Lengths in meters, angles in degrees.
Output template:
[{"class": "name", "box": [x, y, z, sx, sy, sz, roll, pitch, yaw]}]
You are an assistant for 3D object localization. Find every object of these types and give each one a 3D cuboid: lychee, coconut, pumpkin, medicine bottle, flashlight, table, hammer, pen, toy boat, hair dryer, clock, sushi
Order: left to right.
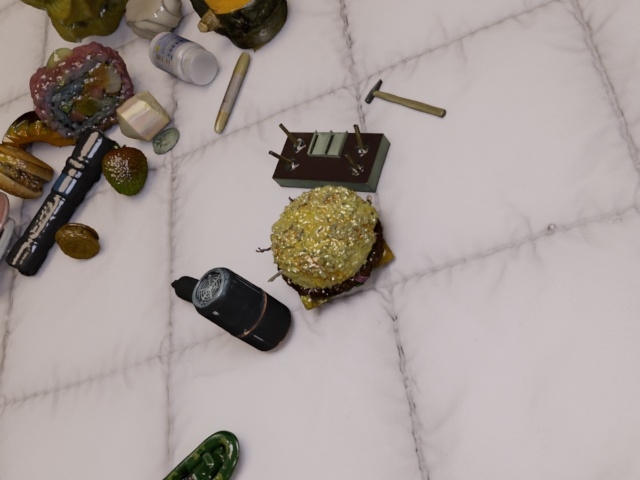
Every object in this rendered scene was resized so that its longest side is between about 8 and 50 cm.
[{"class": "pumpkin", "box": [-0.803, -0.335, 2.066, 0.254, 0.130, 0.149, -5, 63, 29]}, {"class": "flashlight", "box": [-0.669, -0.097, 1.892, 0.103, 0.103, 0.424, 23, 80, 36]}, {"class": "sushi", "box": [-0.639, -0.415, 1.953, 0.270, 0.236, 0.171, -35, 43, 6]}, {"class": "lychee", "box": [-0.485, -0.180, 1.810, 0.114, 0.114, 0.146, -24, 67, 17]}, {"class": "coconut", "box": [-0.461, -0.313, 1.868, 0.122, 0.116, 0.116, -41, 52, -1]}, {"class": "clock", "box": [-0.395, -0.257, 1.864, 0.083, 0.010, 0.074, -30, 53, 13]}, {"class": "medicine bottle", "box": [-0.358, -0.473, 1.899, 0.187, 0.103, 0.103, 32, 83, 38]}, {"class": "toy boat", "box": [-0.229, 0.444, 1.371, 0.210, 0.052, 0.104, -44, 50, 3]}, {"class": "hair dryer", "box": [-0.234, 0.113, 1.489, 0.352, 0.189, 0.107, 12, 69, 48]}, {"class": "pumpkin", "box": [-0.231, -0.609, 1.877, 0.222, 0.139, 0.317, -47, 53, -3]}, {"class": "pen", "box": [-0.223, -0.368, 1.813, 0.040, 0.032, 0.233, -7, 60, 53]}, {"class": "table", "box": [0.006, -0.184, 1.533, 0.240, 0.111, 0.121, 5, 67, 32]}, {"class": "hammer", "box": [0.184, -0.297, 1.552, 0.199, 0.013, 0.062, 26, 80, 37]}]

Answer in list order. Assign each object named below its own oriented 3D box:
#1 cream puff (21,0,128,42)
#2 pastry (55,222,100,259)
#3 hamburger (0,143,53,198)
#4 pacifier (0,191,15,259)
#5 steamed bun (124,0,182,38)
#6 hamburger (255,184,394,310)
[{"class": "cream puff", "box": [-0.682, -0.748, 2.070, 0.275, 0.378, 0.378, 17, 75, 42]}, {"class": "pastry", "box": [-0.594, 0.000, 1.788, 0.109, 0.097, 0.057, 2, 50, -5]}, {"class": "hamburger", "box": [-0.819, -0.181, 1.968, 0.191, 0.182, 0.118, 24, 95, 29]}, {"class": "pacifier", "box": [-0.940, 0.005, 1.913, 0.273, 0.220, 0.332, 26, 73, -9]}, {"class": "steamed bun", "box": [-0.462, -0.644, 2.050, 0.183, 0.106, 0.183, -14, 61, 27]}, {"class": "hamburger", "box": [0.000, 0.000, 1.420, 0.262, 0.139, 0.243, -38, 53, 6]}]
